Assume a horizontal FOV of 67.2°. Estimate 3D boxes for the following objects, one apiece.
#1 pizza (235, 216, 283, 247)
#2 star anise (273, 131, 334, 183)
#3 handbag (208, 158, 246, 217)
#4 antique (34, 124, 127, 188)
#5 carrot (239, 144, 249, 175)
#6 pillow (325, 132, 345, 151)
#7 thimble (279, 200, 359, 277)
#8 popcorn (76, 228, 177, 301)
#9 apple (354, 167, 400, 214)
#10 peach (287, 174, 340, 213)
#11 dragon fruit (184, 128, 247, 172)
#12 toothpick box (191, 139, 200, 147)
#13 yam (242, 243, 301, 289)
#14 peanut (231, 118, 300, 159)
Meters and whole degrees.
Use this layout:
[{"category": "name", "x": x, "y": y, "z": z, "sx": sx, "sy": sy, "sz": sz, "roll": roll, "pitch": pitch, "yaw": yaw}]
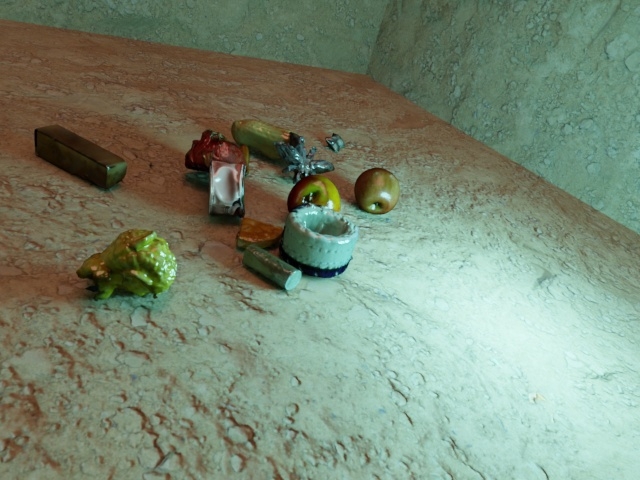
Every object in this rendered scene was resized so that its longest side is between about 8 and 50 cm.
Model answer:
[{"category": "pizza", "x": -0.194, "y": -0.019, "z": 1.467, "sx": 0.174, "sy": 0.046, "sz": 0.134, "roll": -7, "pitch": 39, "yaw": -37}, {"category": "star anise", "x": -0.069, "y": -0.319, "z": 1.895, "sx": 0.257, "sy": 0.110, "sz": 0.198, "roll": 46, "pitch": 54, "yaw": -17}, {"category": "handbag", "x": -0.296, "y": -0.164, "z": 1.528, "sx": 0.116, "sy": 0.180, "sz": 0.205, "roll": 2, "pitch": 27, "yaw": -12}, {"category": "antique", "x": -0.756, "y": -0.261, "z": 1.517, "sx": 0.309, "sy": 0.094, "sz": 0.087, "roll": 26, "pitch": 31, "yaw": 14}, {"category": "carrot", "x": -0.302, "y": -0.318, "z": 1.915, "sx": 0.043, "sy": 0.043, "sz": 0.248, "roll": 8, "pitch": 34, "yaw": -16}, {"category": "pillow", "x": 0.075, "y": -0.485, "z": 2.377, "sx": 0.091, "sy": 0.055, "sz": 0.135, "roll": 28, "pitch": 33, "yaw": 12}, {"category": "thimble", "x": 0.000, "y": 0.000, "z": 1.438, "sx": 0.237, "sy": 0.150, "sz": 0.237, "roll": 15, "pitch": 30, "yaw": -8}, {"category": "popcorn", "x": -0.435, "y": 0.064, "z": 1.109, "sx": 0.195, "sy": 0.168, "sz": 0.174, "roll": -26, "pitch": 52, "yaw": 0}, {"category": "apple", "x": 0.218, "y": -0.186, "z": 1.846, "sx": 0.180, "sy": 0.181, "sz": 0.169, "roll": 12, "pitch": 53, "yaw": -10}, {"category": "peach", "x": -0.021, "y": -0.124, "z": 1.615, "sx": 0.197, "sy": 0.198, "sz": 0.197, "roll": 13, "pitch": 30, "yaw": -8}, {"category": "dragon fruit", "x": -0.359, "y": -0.313, "z": 1.684, "sx": 0.218, "sy": 0.148, "sz": 0.223, "roll": 5, "pitch": 1, "yaw": -14}, {"category": "toothpick box", "x": -0.463, "y": -0.334, "z": 1.807, "sx": 0.047, "sy": 0.083, "sz": 0.047, "roll": 12, "pitch": 29, "yaw": -7}, {"category": "yam", "x": -0.137, "y": 0.072, "z": 1.325, "sx": 0.169, "sy": 0.068, "sz": 0.068, "roll": 28, "pitch": 31, "yaw": 18}, {"category": "peanut", "x": -0.226, "y": -0.418, "z": 2.021, "sx": 0.318, "sy": 0.148, "sz": 0.148, "roll": 16, "pitch": 29, "yaw": 8}]
